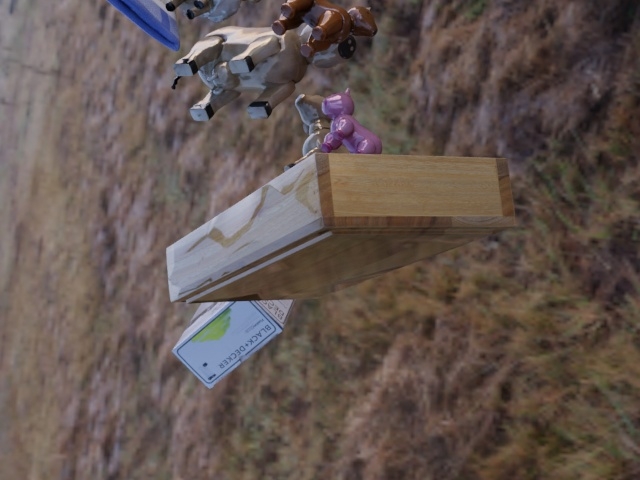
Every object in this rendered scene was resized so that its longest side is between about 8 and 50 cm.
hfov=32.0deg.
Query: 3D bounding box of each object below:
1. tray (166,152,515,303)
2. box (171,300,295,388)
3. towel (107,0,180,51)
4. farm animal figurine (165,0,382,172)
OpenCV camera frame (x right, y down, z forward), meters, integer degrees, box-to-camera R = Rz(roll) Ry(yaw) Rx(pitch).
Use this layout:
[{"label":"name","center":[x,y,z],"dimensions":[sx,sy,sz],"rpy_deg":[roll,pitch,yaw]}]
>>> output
[{"label":"tray","center":[0.000,0.000,1.176],"dimensions":[0.411,0.202,0.076],"rpy_deg":[-27,67,61]},{"label":"box","center":[-0.117,0.097,1.797],"dimensions":[0.169,0.087,0.290],"rpy_deg":[-39,11,22]},{"label":"towel","center":[-0.273,-0.370,1.448],"dimensions":[0.034,0.209,0.285],"rpy_deg":[-40,36,16]},{"label":"farm animal figurine","center":[-0.037,-0.217,1.482],"dimensions":[0.172,0.326,0.330],"rpy_deg":[-50,-32,-42]}]
